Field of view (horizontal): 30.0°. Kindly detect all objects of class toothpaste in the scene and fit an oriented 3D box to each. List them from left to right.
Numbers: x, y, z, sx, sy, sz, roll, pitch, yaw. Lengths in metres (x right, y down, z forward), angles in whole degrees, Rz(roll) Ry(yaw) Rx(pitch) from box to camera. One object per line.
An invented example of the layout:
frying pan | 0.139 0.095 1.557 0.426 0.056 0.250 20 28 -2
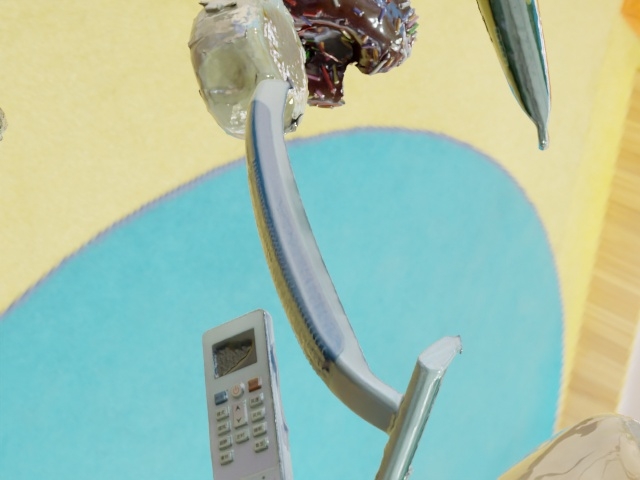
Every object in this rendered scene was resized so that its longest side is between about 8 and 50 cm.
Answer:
toothpaste | 0.067 -0.137 0.494 0.049 0.031 0.204 -38 112 -75

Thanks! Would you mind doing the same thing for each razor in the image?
razor | -0.004 0.000 0.444 0.037 0.191 0.068 -3 134 -21

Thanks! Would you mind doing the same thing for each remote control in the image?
remote control | -0.054 0.137 0.890 0.065 0.166 0.029 -25 147 26

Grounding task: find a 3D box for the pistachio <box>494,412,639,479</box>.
pistachio | 0.173 0.273 0.811 0.229 0.238 0.321 39 61 -13

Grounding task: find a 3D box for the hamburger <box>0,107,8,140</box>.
hamburger | -0.445 -0.146 1.390 0.102 0.176 0.087 -75 166 -81

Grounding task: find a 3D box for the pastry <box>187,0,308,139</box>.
pastry | -0.072 -0.184 1.248 0.166 0.088 0.166 -15 90 -70

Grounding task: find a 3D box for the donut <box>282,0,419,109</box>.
donut | 0.004 -0.267 1.543 0.216 0.230 0.096 48 42 -39
